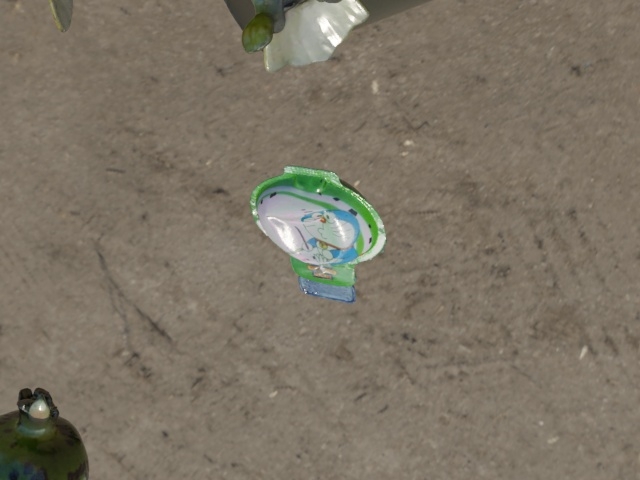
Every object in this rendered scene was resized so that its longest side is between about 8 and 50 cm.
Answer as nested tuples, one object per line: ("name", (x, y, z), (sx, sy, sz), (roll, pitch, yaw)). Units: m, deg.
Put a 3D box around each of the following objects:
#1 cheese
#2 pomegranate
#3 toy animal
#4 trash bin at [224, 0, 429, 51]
("cheese", (0.000, 0.000, 1.253), (0.203, 0.083, 0.321), (10, 144, 13))
("pomegranate", (-0.278, 0.202, 0.820), (0.122, 0.122, 0.162), (24, 113, 14))
("toy animal", (-0.019, -0.116, 0.288), (0.219, 0.155, 0.095), (-26, 92, 9))
("trash bin", (0.068, -0.315, 0.814), (0.214, 0.333, 0.214), (53, 163, 25))
